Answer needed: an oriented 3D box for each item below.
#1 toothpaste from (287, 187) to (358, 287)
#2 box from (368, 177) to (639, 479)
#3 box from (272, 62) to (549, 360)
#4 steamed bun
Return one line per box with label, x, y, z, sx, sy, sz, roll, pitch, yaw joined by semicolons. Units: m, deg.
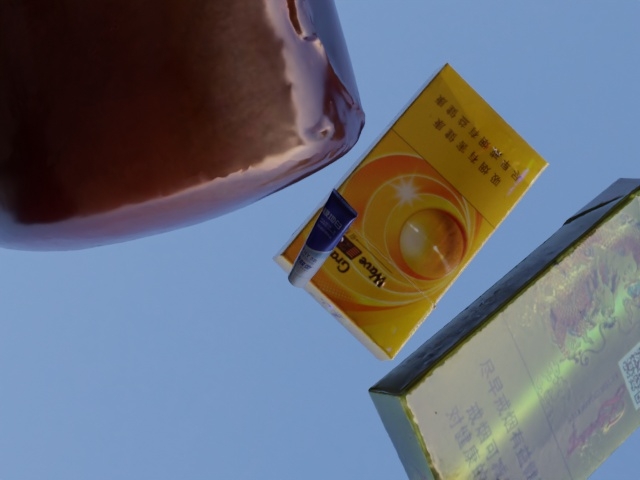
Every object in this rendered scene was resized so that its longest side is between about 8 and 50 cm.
toothpaste;0.000;0.000;0.943;0.024;0.015;0.083;48;-45;15
box;0.183;0.101;1.131;0.311;0.173;0.043;-37;-157;-30
box;0.092;-0.029;1.429;0.152;0.043;0.269;44;-109;-7
steamed bun;-0.159;-0.118;1.042;0.248;0.235;0.379;-24;-167;-32
